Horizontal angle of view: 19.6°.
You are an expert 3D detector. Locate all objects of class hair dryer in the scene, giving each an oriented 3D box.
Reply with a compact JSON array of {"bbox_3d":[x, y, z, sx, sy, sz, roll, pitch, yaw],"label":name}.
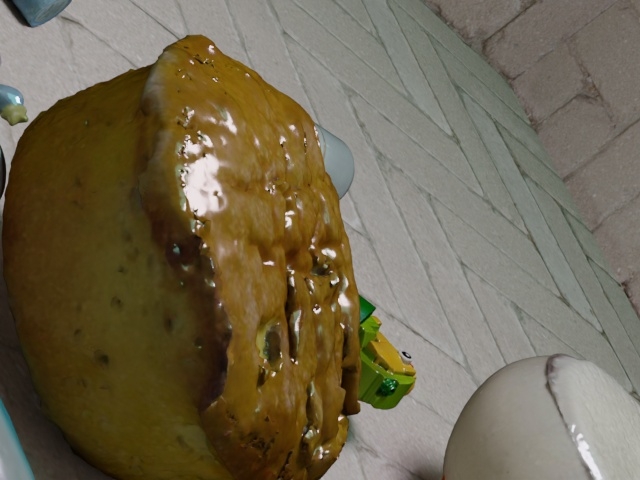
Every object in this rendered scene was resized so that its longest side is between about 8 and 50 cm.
[{"bbox_3d":[0.000,0.000,2.319,0.173,0.107,0.357,27,39,-55],"label":"hair dryer"}]

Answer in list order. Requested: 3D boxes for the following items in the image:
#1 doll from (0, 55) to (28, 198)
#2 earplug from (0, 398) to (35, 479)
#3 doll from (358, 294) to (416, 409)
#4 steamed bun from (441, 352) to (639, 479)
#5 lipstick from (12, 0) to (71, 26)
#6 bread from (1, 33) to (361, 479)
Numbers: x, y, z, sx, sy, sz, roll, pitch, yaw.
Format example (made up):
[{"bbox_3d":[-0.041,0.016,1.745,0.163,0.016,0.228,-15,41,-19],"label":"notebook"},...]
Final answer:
[{"bbox_3d":[-0.337,-0.129,1.571,0.151,0.151,0.287,27,36,-56],"label":"doll"},{"bbox_3d":[-0.269,0.136,1.165,0.324,0.185,0.185,63,18,11],"label":"earplug"},{"bbox_3d":[0.021,0.115,2.050,0.186,0.106,0.134,37,17,7],"label":"doll"},{"bbox_3d":[0.278,0.318,2.112,0.374,0.241,0.374,51,18,-23],"label":"steamed bun"},{"bbox_3d":[-0.376,-0.364,2.059,0.274,0.061,0.068,54,18,5],"label":"lipstick"},{"bbox_3d":[-0.103,0.031,1.552,0.398,0.215,0.398,-11,90,-70],"label":"bread"}]
